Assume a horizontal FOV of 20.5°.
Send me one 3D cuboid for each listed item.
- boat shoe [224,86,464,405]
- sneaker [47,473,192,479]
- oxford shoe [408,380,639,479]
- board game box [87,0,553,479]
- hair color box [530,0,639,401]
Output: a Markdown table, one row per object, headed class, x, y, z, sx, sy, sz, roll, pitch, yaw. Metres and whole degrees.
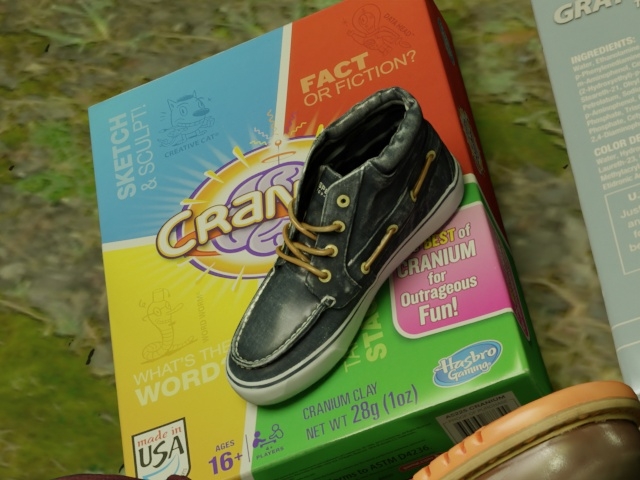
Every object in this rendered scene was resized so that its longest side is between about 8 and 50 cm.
| class | x | y | z | sx | sy | sz | roll | pitch | yaw |
| --- | --- | --- | --- | --- | --- | --- | --- | --- | --- |
| boat shoe | 0.000 | 0.000 | 0.968 | 0.065 | 0.083 | 0.183 | 30 | 74 | 38 |
| sneaker | -0.160 | 0.200 | 0.936 | 0.281 | 0.162 | 0.106 | -33 | 47 | 7 |
| oxford shoe | 0.053 | 0.217 | 0.783 | 0.133 | 0.130 | 0.364 | 51 | 125 | 34 |
| board game box | -0.011 | 0.007 | 1.068 | 0.242 | 0.064 | 0.316 | -22 | 50 | 12 |
| hair color box | 0.197 | -0.045 | 0.919 | 0.113 | 0.185 | 0.374 | -19 | 51 | 14 |
